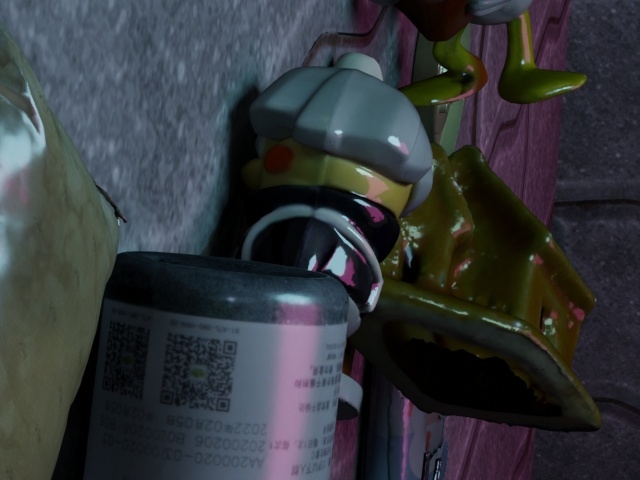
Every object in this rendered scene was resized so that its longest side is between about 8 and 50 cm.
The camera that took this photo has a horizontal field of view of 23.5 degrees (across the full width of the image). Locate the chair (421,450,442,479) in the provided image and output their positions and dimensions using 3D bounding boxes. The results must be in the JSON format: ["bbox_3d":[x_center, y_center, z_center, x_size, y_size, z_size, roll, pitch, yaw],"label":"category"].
[{"bbox_3d":[-0.003,0.270,1.150,0.172,0.159,0.246,48,50,-75],"label":"chair"}]

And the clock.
[{"bbox_3d":[0.141,-0.188,1.737,0.235,0.029,0.235,8,90,-76],"label":"clock"}]

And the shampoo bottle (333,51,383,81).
[{"bbox_3d":[0.015,-0.084,1.260,0.077,0.045,0.152,84,20,-44],"label":"shampoo bottle"}]

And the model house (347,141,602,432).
[{"bbox_3d":[0.138,0.018,1.365,0.268,0.173,0.239,50,42,-46],"label":"model house"}]

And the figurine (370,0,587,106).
[{"bbox_3d":[0.108,-0.279,1.392,0.283,0.205,0.338,-36,120,-62],"label":"figurine"}]

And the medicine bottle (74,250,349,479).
[{"bbox_3d":[-0.069,0.158,0.856,0.141,0.141,0.293,0,97,-76],"label":"medicine bottle"}]

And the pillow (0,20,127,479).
[{"bbox_3d":[-0.151,0.075,0.624,0.185,0.075,0.302,70,30,-59],"label":"pillow"}]

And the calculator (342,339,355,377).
[{"bbox_3d":[0.012,0.050,1.348,0.146,0.032,0.235,55,43,-69],"label":"calculator"}]

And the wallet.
[{"bbox_3d":[0.094,0.166,1.665,0.176,0.075,0.250,-24,121,-67],"label":"wallet"}]

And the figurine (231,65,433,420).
[{"bbox_3d":[0.000,0.000,1.074,0.176,0.133,0.236,83,20,-73],"label":"figurine"}]
